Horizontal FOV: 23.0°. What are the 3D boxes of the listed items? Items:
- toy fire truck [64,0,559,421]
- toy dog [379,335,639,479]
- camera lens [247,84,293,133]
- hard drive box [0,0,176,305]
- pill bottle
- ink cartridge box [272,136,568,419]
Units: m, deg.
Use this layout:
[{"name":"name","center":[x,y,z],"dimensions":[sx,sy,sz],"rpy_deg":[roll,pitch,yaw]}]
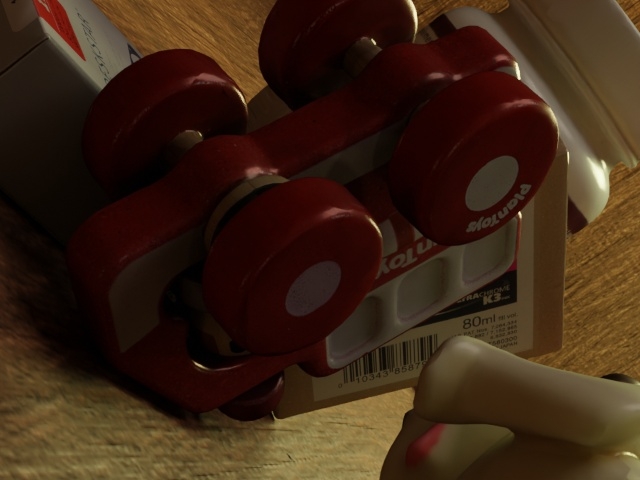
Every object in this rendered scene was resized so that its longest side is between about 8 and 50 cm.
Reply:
[{"name":"toy fire truck","center":[0.000,0.000,0.945],"dimensions":[0.169,0.302,0.254],"rpy_deg":[45,-25,35]},{"name":"toy dog","center":[0.174,0.209,0.934],"dimensions":[0.395,0.285,0.408],"rpy_deg":[24,10,-20]},{"name":"camera lens","center":[0.056,-0.051,1.659],"dimensions":[0.274,0.219,0.219],"rpy_deg":[56,8,10]},{"name":"hard drive box","center":[-0.156,-0.079,1.016],"dimensions":[0.232,0.089,0.181],"rpy_deg":[46,11,-43]},{"name":"pill bottle","center":[0.107,-0.061,1.372],"dimensions":[0.224,0.392,0.224],"rpy_deg":[53,8,-11]},{"name":"ink cartridge box","center":[0.059,0.012,1.155],"dimensions":[0.088,0.234,0.193],"rpy_deg":[-114,-167,-49]}]
